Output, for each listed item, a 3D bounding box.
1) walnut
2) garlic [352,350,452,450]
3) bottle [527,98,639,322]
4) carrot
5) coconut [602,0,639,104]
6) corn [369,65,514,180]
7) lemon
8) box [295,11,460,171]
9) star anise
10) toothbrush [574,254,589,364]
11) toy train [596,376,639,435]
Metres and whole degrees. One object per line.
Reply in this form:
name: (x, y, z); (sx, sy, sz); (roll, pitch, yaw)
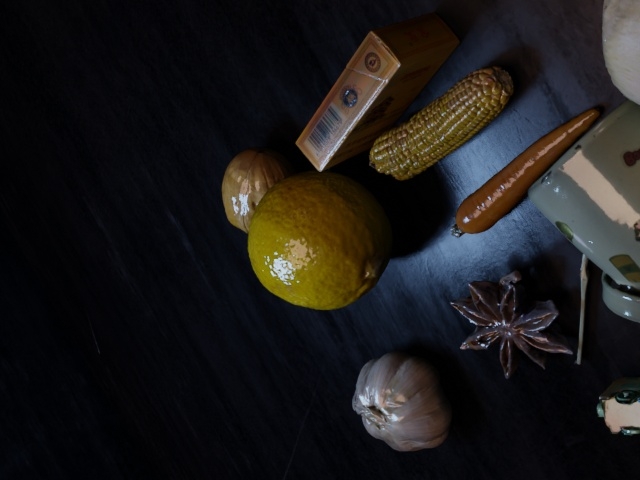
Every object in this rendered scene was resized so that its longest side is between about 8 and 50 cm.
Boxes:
walnut: (-0.127, -0.104, 1.491); (0.165, 0.165, 0.197); (24, 127, 33)
garlic: (0.164, 0.341, 1.467); (0.228, 0.152, 0.227); (17, 121, 31)
bottle: (0.467, -0.004, 0.947); (0.351, 0.229, 0.229); (48, 137, 8)
carrot: (0.317, -0.100, 1.137); (0.069, 0.069, 0.336); (51, 134, 10)
coconut: (0.475, -0.268, 0.711); (0.353, 0.353, 0.352); (22, 126, 34)
corn: (0.199, -0.192, 1.176); (0.292, 0.101, 0.101); (-36, 86, 45)
lemon: (-0.001, -0.001, 1.350); (0.293, 0.293, 0.293); (22, 126, 34)
box: (0.092, -0.246, 1.186); (0.076, 0.174, 0.274); (50, 138, 9)
star anise: (0.335, 0.134, 1.235); (0.230, 0.081, 0.262); (24, 138, 33)
toothbrush: (0.434, 0.082, 1.153); (0.028, 0.026, 0.294); (11, 120, 23)
toy train: (0.532, 0.260, 1.106); (0.188, 0.099, 0.072); (-10, 102, 47)
